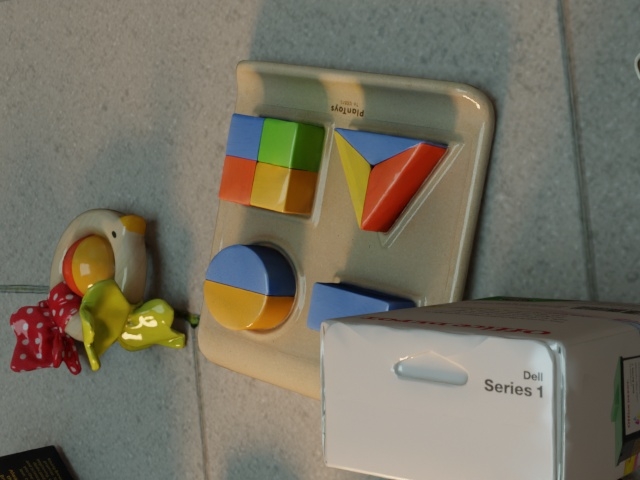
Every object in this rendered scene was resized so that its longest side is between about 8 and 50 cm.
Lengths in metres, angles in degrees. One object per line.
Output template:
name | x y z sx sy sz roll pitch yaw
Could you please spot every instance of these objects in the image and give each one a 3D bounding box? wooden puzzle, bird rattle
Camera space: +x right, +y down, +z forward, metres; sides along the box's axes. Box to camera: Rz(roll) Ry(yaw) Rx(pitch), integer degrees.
wooden puzzle | 0.000 0.000 1.093 0.322 0.080 0.348 13 100 36
bird rattle | -0.274 0.066 1.311 0.253 0.143 0.207 -4 78 50

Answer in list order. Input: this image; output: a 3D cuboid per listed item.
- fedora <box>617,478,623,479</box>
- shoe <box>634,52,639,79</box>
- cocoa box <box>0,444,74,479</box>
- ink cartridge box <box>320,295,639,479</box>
fedora | 0.173 0.341 0.907 0.152 0.334 0.334 130 123 -69
shoe | 0.319 -0.068 0.858 0.076 0.058 0.219 -39 69 32
cocoa box | -0.382 0.468 1.313 0.347 0.228 0.231 52 120 24
ink cartridge box | 0.159 0.114 0.851 0.201 0.278 0.117 1 92 38
